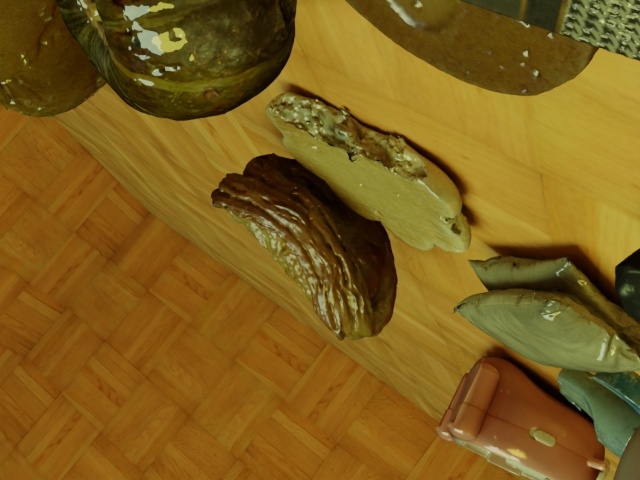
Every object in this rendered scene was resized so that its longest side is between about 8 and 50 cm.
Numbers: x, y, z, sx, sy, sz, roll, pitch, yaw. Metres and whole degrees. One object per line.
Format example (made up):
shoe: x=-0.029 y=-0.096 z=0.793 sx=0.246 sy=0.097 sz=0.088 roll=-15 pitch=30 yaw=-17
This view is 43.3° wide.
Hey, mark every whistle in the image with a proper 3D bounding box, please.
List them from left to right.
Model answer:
whistle: x=0.364 y=0.210 z=0.848 sx=0.269 sy=0.093 sz=0.180 roll=37 pitch=171 yaw=45

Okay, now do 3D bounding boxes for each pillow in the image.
pillow: x=0.218 y=0.071 z=0.755 sx=0.134 sy=0.078 sz=0.181 roll=38 pitch=167 yaw=-11

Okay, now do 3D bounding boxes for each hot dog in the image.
hot dog: x=0.000 y=-0.004 z=0.956 sx=0.259 sy=0.114 sz=0.175 roll=45 pitch=-160 yaw=7

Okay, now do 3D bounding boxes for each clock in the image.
clock: x=0.312 y=0.278 z=1.192 sx=0.241 sy=0.142 sz=0.227 roll=27 pitch=168 yaw=9

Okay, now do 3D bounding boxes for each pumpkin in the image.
pumpkin: x=-0.095 y=-0.189 z=0.544 sx=0.219 sy=0.162 sz=0.219 roll=49 pitch=154 yaw=34

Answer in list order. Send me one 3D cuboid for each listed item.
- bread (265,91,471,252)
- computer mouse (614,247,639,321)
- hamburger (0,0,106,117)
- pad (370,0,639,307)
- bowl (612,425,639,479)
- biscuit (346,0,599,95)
bread: x=0.054 y=-0.065 z=0.837 sx=0.251 sy=0.039 sz=0.182 roll=32 pitch=168 yaw=33
computer mouse: x=0.259 y=0.029 z=0.479 sx=0.106 sy=0.062 sz=0.192 roll=42 pitch=163 yaw=-19
hamburger: x=-0.287 y=-0.241 z=0.801 sx=0.132 sy=0.211 sz=0.309 roll=39 pitch=172 yaw=27
pad: x=0.107 y=-0.068 z=0.344 sx=0.250 sy=0.055 sz=0.323 roll=24 pitch=137 yaw=17
bowl: x=0.301 y=0.150 z=0.450 sx=0.287 sy=0.144 sz=0.287 roll=6 pitch=171 yaw=1
biscuit: x=0.057 y=-0.159 z=0.400 sx=0.208 sy=0.049 sz=0.181 roll=40 pitch=169 yaw=-18
